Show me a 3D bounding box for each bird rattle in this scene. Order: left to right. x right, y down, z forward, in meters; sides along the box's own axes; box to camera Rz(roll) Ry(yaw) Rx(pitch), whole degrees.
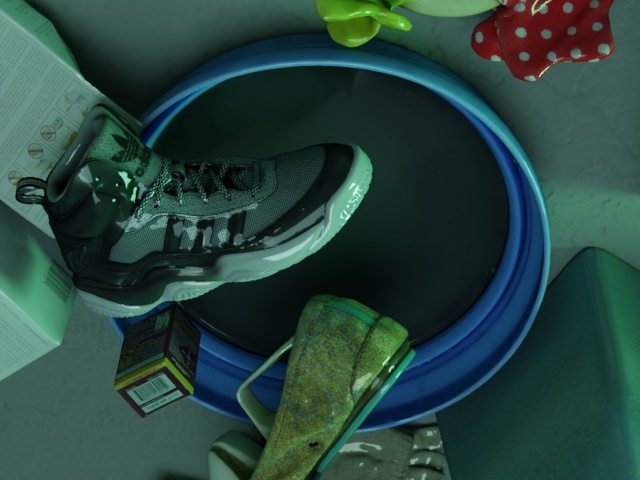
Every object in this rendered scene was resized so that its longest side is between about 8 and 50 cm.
[{"bbox_3d":[0.104,-0.223,1.050,0.254,0.143,0.207,4,109,-4],"label":"bird rattle"}]

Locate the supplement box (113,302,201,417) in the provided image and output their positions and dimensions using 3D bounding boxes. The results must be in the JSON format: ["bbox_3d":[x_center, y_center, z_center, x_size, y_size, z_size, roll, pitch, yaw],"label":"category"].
[{"bbox_3d":[-0.137,0.101,1.211,0.055,0.083,0.043,-27,120,20],"label":"supplement box"}]

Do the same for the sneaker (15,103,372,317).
[{"bbox_3d":[-0.104,-0.041,1.095,0.269,0.101,0.153,-21,127,20],"label":"sneaker"}]

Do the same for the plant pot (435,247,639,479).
[{"bbox_3d":[0.271,0.210,1.262,0.247,0.252,0.248,29,121,-16],"label":"plant pot"}]

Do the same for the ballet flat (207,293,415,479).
[{"bbox_3d":[-0.036,0.182,1.258,0.123,0.123,0.348,21,124,-12],"label":"ballet flat"}]

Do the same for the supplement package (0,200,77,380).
[{"bbox_3d":[-0.347,0.062,1.253,0.244,0.139,0.134,-30,118,22],"label":"supplement package"}]

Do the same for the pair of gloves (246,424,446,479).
[{"bbox_3d":[0.019,0.287,1.379,0.204,0.042,0.240,3,82,4],"label":"pair of gloves"}]

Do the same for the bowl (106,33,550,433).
[{"bbox_3d":[0.000,0.000,1.233,0.391,0.077,0.391,1,124,2],"label":"bowl"}]

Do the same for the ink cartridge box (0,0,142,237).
[{"bbox_3d":[-0.245,-0.110,1.164,0.179,0.045,0.145,38,119,-8],"label":"ink cartridge box"}]
